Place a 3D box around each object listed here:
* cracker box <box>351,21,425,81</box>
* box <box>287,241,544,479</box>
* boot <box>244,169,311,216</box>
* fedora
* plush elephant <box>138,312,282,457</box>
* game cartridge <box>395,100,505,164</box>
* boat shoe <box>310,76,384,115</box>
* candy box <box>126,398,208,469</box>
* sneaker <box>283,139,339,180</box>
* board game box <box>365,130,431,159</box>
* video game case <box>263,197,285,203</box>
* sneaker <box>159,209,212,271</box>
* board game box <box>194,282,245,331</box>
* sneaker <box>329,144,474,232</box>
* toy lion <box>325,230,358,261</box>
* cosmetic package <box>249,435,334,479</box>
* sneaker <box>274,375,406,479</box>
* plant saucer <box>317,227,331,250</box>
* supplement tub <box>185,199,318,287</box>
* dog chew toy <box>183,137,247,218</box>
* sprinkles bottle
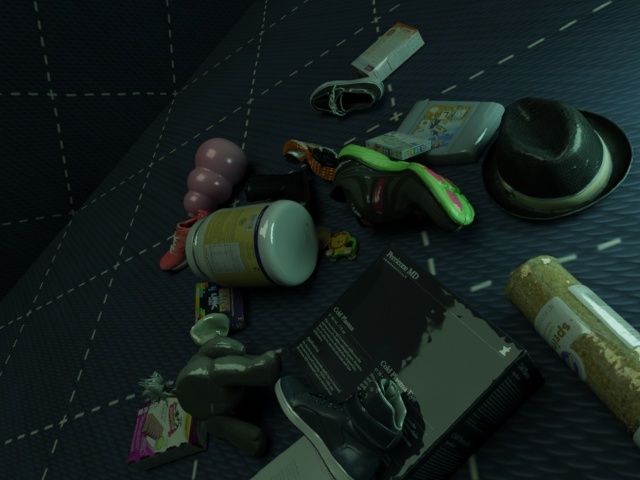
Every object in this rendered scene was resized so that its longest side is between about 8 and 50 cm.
[{"bbox_3d":[0.244,-0.685,1.674,0.232,0.067,0.155,-39,39,7],"label":"cracker box"},{"bbox_3d":[0.166,0.235,0.867,0.312,0.179,0.343,-46,46,2],"label":"box"},{"bbox_3d":[-0.136,-0.142,1.464,0.208,0.094,0.246,-6,40,-3],"label":"boot"},{"bbox_3d":[0.489,-0.210,0.998,0.334,0.152,0.333,-23,45,25],"label":"fedora"},{"bbox_3d":[-0.237,0.331,1.136,0.331,0.271,0.255,7,16,9],"label":"plush elephant"},{"bbox_3d":[0.339,-0.306,1.288,0.297,0.062,0.198,21,68,48],"label":"game cartridge"},{"bbox_3d":[0.076,-0.501,1.633,0.307,0.113,0.104,7,48,34],"label":"boat shoe"},{"bbox_3d":[-0.410,0.511,1.243,0.234,0.071,0.159,-27,43,21],"label":"candy box"},{"bbox_3d":[0.006,-0.278,1.524,0.263,0.121,0.099,30,118,30],"label":"sneaker"},{"bbox_3d":[0.214,-0.265,1.263,0.104,0.026,0.154,-24,33,-24],"label":"board game box"},{"bbox_3d":[-0.200,-0.038,1.541,0.232,0.042,0.210,-27,42,22],"label":"video game case"},{"bbox_3d":[-0.508,-0.009,1.711,0.314,0.136,0.115,-37,39,11],"label":"sneaker"},{"bbox_3d":[-0.304,0.198,1.377,0.141,0.048,0.170,-8,44,-7],"label":"board game box"},{"bbox_3d":[0.194,-0.105,1.185,0.483,0.185,0.202,33,100,53],"label":"sneaker"},{"bbox_3d":[0.063,0.013,1.282,0.100,0.034,0.096,-7,46,37],"label":"toy lion"},{"bbox_3d":[-0.013,0.578,0.822,0.284,0.097,0.377,-42,40,7],"label":"cosmetic package"},{"bbox_3d":[0.035,0.263,0.747,0.226,0.086,0.163,39,99,35],"label":"sneaker"},{"bbox_3d":[0.000,0.000,1.355,0.084,0.015,0.083,-22,46,25],"label":"plant saucer"},{"bbox_3d":[-0.199,0.017,1.312,0.332,0.241,0.240,-5,55,34],"label":"supplement tub"},{"bbox_3d":[-0.426,-0.233,1.787,0.207,0.207,0.331,14,75,46],"label":"dog chew toy"},{"bbox_3d":[0.452,0.174,0.736,0.121,0.121,0.355,-38,40,10],"label":"sprinkles bottle"}]
